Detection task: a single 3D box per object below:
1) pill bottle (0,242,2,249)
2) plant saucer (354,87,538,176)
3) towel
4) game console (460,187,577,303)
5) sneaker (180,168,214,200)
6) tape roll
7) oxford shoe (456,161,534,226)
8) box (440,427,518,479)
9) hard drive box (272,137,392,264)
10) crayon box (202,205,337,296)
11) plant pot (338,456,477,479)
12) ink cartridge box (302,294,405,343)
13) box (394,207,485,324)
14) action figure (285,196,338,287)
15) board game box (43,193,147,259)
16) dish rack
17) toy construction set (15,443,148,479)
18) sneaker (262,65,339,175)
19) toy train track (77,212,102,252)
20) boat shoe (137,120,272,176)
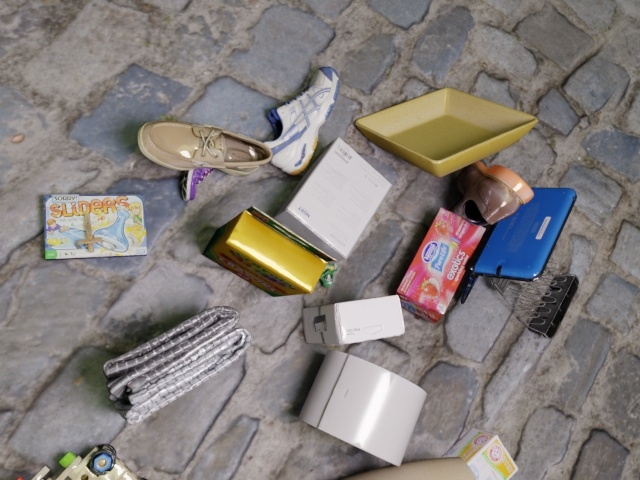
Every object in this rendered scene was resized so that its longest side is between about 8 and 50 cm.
[{"bbox_3d":[-0.766,-0.048,1.024,0.334,0.188,0.188,41,70,-11],"label":"pill bottle"},{"bbox_3d":[0.310,-0.270,1.445,0.333,0.333,0.081,-24,127,-22],"label":"plant saucer"},{"bbox_3d":[-0.294,0.236,1.144,0.284,0.235,0.121,-29,90,-23],"label":"towel"},{"bbox_3d":[0.490,0.022,1.427,0.293,0.250,0.173,-55,129,-27],"label":"game console"},{"bbox_3d":[-0.270,-0.167,1.301,0.071,0.068,0.169,23,74,-23],"label":"sneaker"},{"bbox_3d":[0.094,0.370,1.269,0.246,0.246,0.169,30,73,-15],"label":"tape roll"},{"bbox_3d":[0.389,-0.115,1.417,0.130,0.363,0.132,43,95,-6],"label":"oxford shoe"},{"bbox_3d":[0.371,0.581,1.422,0.203,0.103,0.114,-33,96,-22],"label":"box"},{"bbox_3d":[0.032,-0.092,1.332,0.181,0.089,0.232,40,65,-13],"label":"hard drive box"},{"bbox_3d":[-0.119,0.034,1.193,0.202,0.318,0.081,32,72,-14],"label":"crayon box"},{"bbox_3d":[0.214,0.590,1.241,0.274,0.256,0.256,-23,91,-6],"label":"plant pot"},{"bbox_3d":[0.068,0.183,1.299,0.159,0.218,0.092,-5,84,-22],"label":"ink cartridge box"},{"bbox_3d":[0.297,0.065,1.436,0.128,0.122,0.256,28,72,11],"label":"box"},{"bbox_3d":[0.000,0.000,1.387,0.137,0.063,0.232,-10,90,-25],"label":"action figure"},{"bbox_3d":[-0.478,-0.030,1.216,0.201,0.035,0.136,-3,84,-22],"label":"board game box"},{"bbox_3d":[0.585,0.115,1.564,0.271,0.074,0.208,45,68,-26],"label":"dish rack"},{"bbox_3d":[-0.442,0.531,1.100,0.215,0.151,0.327,-46,110,-20],"label":"toy construction set"},{"bbox_3d":[-0.052,-0.312,1.381,0.131,0.112,0.296,25,74,-16],"label":"sneaker"},{"bbox_3d":[-0.481,-0.015,1.187,0.048,0.014,0.083,-8,80,-15],"label":"toy train track"},{"bbox_3d":[-0.242,-0.205,1.236,0.302,0.098,0.109,8,76,-42],"label":"boat shoe"}]
